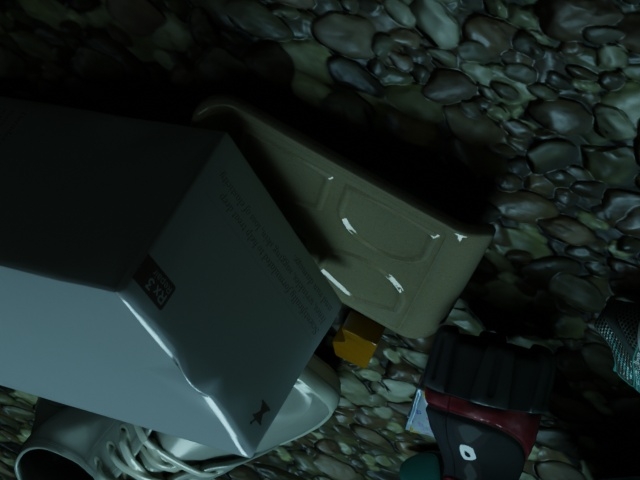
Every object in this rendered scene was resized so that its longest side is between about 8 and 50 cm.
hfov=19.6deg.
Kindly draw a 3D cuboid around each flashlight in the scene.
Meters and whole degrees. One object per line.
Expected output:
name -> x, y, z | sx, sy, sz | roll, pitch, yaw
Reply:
flashlight -> 0.104, 0.223, 1.435 | 0.103, 0.304, 0.103 | 13, -177, -3

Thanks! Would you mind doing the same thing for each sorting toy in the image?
sorting toy -> 0.000, 0.000, 1.427 | 0.229, 0.041, 0.307 | 26, 156, 2

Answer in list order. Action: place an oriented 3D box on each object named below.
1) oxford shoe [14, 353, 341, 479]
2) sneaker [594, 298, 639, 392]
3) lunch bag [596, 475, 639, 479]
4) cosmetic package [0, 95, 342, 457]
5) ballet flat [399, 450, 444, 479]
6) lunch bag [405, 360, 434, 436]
oxford shoe -> -0.141, 0.177, 1.713 | 0.169, 0.130, 0.449 | 41, 145, -23
sneaker -> 0.256, 0.096, 1.378 | 0.076, 0.065, 0.166 | 19, 151, 44
lunch bag -> 0.280, 0.269, 1.516 | 0.262, 0.160, 0.223 | 5, 167, -41
cosmetic package -> -0.203, 0.014, 1.429 | 0.385, 0.156, 0.217 | 11, 148, 35
ballet flat -> 0.119, 0.207, 1.662 | 0.041, 0.041, 0.114 | 39, 148, -23
lunch bag -> 0.111, 0.139, 1.545 | 0.071, 0.053, 0.083 | 19, 140, 6
